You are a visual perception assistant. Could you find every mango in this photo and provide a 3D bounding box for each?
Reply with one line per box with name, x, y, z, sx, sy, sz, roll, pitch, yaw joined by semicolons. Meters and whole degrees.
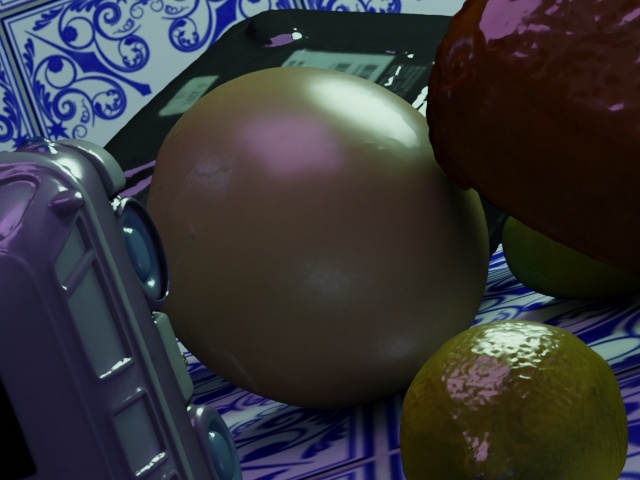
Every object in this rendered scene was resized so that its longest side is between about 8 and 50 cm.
mango;0.187;-0.012;1.026;0.130;0.092;0.194;-22;1;-21

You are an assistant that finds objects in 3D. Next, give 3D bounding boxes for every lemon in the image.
lemon;0.069;0.070;0.585;0.082;0.082;0.110;-17;5;27

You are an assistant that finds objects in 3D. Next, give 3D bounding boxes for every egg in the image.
egg;0.000;0.000;0.964;0.201;0.201;0.244;-21;23;-25

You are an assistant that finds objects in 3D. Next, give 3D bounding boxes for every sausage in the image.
sausage;0.180;-0.057;0.832;0.268;0.141;0.153;25;73;28

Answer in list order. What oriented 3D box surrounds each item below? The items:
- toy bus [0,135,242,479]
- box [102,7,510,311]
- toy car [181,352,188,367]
toy bus;-0.121;0.069;0.637;0.142;0.202;0.142;-18;7;14
box;-0.002;-0.069;1.264;0.350;0.091;0.359;8;41;30
toy car;-0.144;0.104;1.149;0.054;0.073;0.143;-4;-5;-30
